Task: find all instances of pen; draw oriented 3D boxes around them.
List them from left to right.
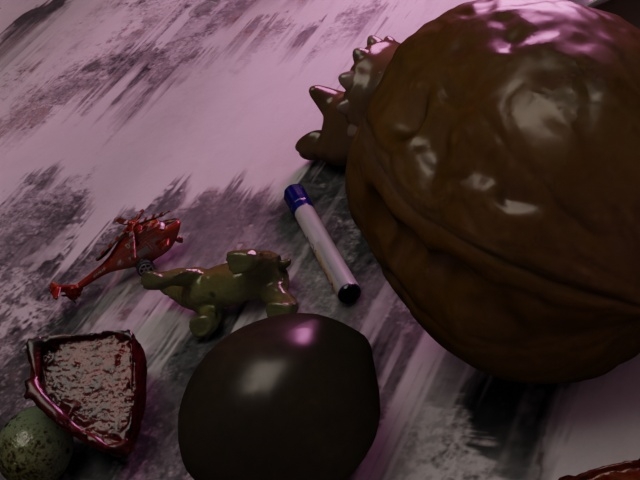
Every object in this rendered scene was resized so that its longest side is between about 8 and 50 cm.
[{"bbox_3d":[-0.001,0.000,1.365,0.033,0.033,0.269,-26,35,-2],"label":"pen"}]

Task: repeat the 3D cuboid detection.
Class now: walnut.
[{"bbox_3d":[0.198,-0.051,1.026,0.308,0.354,0.398,-9,32,-23],"label":"walnut"}]

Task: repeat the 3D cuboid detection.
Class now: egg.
[{"bbox_3d":[-0.323,0.231,1.203,0.085,0.085,0.110,-18,31,11],"label":"egg"}]

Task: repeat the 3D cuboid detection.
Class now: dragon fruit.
[{"bbox_3d":[-0.260,0.183,1.204,0.121,0.127,0.161,-7,61,0],"label":"dragon fruit"}]

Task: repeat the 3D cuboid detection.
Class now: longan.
[{"bbox_3d":[-0.035,0.164,1.028,0.212,0.198,0.198,-23,28,-34],"label":"longan"}]

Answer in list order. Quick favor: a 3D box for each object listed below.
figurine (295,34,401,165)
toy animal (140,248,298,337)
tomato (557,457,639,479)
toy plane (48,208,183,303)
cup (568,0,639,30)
[{"bbox_3d":[0.078,-0.193,1.452,0.177,0.173,0.247,-40,37,-21],"label":"figurine"},{"bbox_3d":[-0.128,0.056,1.331,0.219,0.103,0.101,-13,16,20],"label":"toy animal"},{"bbox_3d":[0.256,0.262,0.795,0.228,0.101,0.228,-17,27,9],"label":"tomato"},{"bbox_3d":[-0.276,0.030,1.464,0.194,0.077,0.126,-47,36,-18],"label":"toy plane"},{"bbox_3d":[0.397,-0.274,1.340,0.323,0.236,0.327,8,36,-5],"label":"cup"}]
